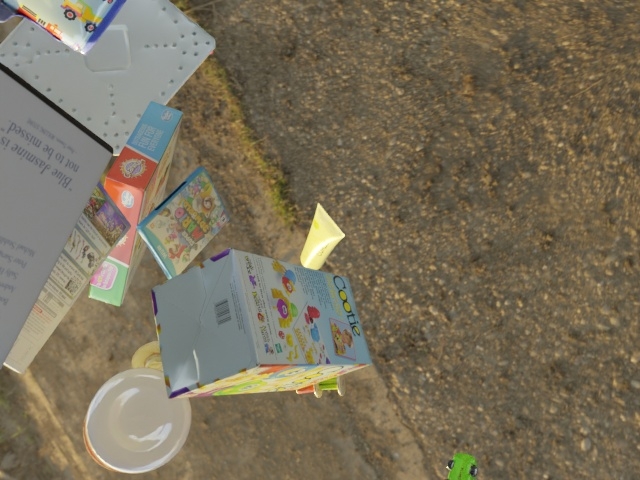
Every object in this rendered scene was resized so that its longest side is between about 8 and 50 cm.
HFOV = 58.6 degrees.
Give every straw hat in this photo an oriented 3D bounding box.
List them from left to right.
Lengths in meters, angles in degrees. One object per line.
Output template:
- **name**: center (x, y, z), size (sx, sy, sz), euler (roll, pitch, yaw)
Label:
- **straw hat**: center (-0.535, 0.402, 1.854), size (0.061, 0.144, 0.144), euler (16, 123, 68)

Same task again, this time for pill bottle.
- **pill bottle**: center (-0.470, 0.458, 1.428), size (0.229, 0.229, 0.408), euler (54, 150, 3)

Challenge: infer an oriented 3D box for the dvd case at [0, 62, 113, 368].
- **dvd case**: center (-0.227, 0.016, 0.304), size (0.022, 0.180, 0.253), euler (18, 77, 23)

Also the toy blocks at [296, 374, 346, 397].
- **toy blocks**: center (-0.024, 0.270, 1.205), size (0.148, 0.054, 0.123), euler (-7, 66, 16)

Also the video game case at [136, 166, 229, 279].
- **video game case**: center (-0.229, -0.030, 0.975), size (0.015, 0.166, 0.119), euler (9, 136, 33)

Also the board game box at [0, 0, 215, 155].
- **board game box**: center (-0.533, -0.475, 1.439), size (0.390, 0.050, 0.390), euler (39, 83, -3)

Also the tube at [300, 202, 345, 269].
- **tube**: center (0.000, 0.000, 1.328), size (0.070, 0.062, 0.240), euler (14, 155, -7)

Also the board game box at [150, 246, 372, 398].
- **board game box**: center (-0.068, 0.121, 0.772), size (0.142, 0.275, 0.144), euler (-26, 67, 25)

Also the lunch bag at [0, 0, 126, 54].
- **lunch bag**: center (-0.353, -0.408, 0.762), size (0.221, 0.138, 0.293), euler (32, 111, -33)

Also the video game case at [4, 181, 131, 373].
- **video game case**: center (-0.367, -0.006, 0.675), size (0.061, 0.244, 0.269), euler (19, 152, 20)

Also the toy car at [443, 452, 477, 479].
- **toy car**: center (0.275, 0.548, 1.160), size (0.239, 0.225, 0.053), euler (-2, 136, 38)

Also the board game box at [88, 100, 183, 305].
- **board game box**: center (-0.350, -0.066, 1.080), size (0.064, 0.242, 0.316), euler (19, 132, -11)
